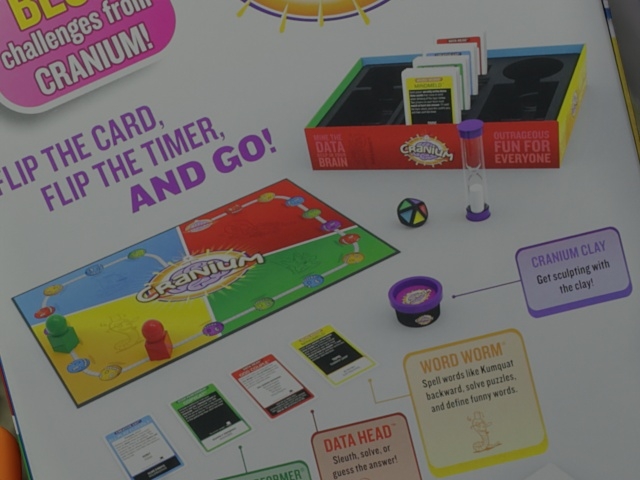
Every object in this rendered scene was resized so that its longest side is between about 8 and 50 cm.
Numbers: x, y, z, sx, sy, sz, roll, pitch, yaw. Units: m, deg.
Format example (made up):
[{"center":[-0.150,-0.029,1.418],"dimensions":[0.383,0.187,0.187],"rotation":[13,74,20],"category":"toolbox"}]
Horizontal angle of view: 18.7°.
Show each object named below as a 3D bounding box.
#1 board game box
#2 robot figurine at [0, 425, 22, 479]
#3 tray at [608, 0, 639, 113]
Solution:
[{"center":[0.000,0.000,0.697],"dimensions":[0.242,0.064,0.317],"rotation":[-13,95,4],"category":"board game box"},{"center":[-0.178,0.142,0.770],"dimensions":[0.158,0.128,0.219],"rotation":[-19,64,3],"category":"robot figurine"},{"center":[0.150,-0.161,0.774],"dimensions":[0.145,0.270,0.030],"rotation":[-42,36,-9],"category":"tray"}]
